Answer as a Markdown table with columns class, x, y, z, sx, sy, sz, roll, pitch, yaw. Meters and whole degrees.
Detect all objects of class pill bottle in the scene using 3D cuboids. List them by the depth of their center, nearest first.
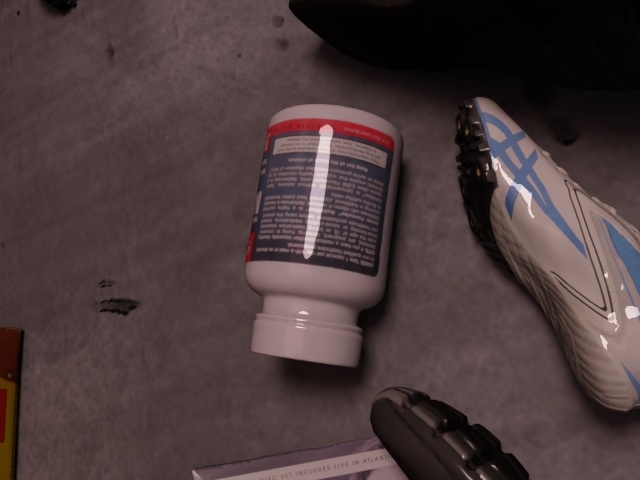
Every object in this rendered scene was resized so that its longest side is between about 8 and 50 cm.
| class | x | y | z | sx | sy | sz | roll | pitch | yaw |
| --- | --- | --- | --- | --- | --- | --- | --- | --- | --- |
| pill bottle | 0.000 | 0.000 | 0.472 | 0.108 | 0.108 | 0.180 | 3 | 78 | 28 |

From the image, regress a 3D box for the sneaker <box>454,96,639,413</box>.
| class | x | y | z | sx | sy | sz | roll | pitch | yaw |
| --- | --- | --- | --- | --- | --- | --- | --- | --- | --- |
| sneaker | 0.161 | -0.005 | 0.416 | 0.086 | 0.085 | 0.237 | -21 | 62 | -7 |

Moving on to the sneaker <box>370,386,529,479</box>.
| class | x | y | z | sx | sy | sz | roll | pitch | yaw |
| --- | --- | --- | --- | --- | --- | --- | --- | --- | --- |
| sneaker | 0.110 | 0.203 | 0.370 | 0.106 | 0.101 | 0.267 | -50 | 61 | 11 |

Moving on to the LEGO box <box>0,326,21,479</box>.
| class | x | y | z | sx | sy | sz | roll | pitch | yaw |
| --- | --- | --- | --- | --- | --- | --- | --- | --- | --- |
| LEGO box | -0.501 | 0.344 | 0.593 | 0.373 | 0.193 | 0.499 | -12 | 72 | 24 |

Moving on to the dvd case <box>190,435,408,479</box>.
| class | x | y | z | sx | sy | sz | roll | pitch | yaw |
| --- | --- | --- | --- | --- | --- | --- | --- | --- | --- |
| dvd case | 0.010 | 0.248 | 0.403 | 0.165 | 0.018 | 0.221 | -6 | 70 | -12 |

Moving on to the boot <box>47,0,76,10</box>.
| class | x | y | z | sx | sy | sz | roll | pitch | yaw |
| --- | --- | --- | --- | --- | --- | --- | --- | --- | --- |
| boot | -0.324 | -0.343 | 0.766 | 0.121 | 0.045 | 0.099 | 37 | 99 | 29 |

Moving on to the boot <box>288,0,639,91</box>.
| class | x | y | z | sx | sy | sz | roll | pitch | yaw |
| --- | --- | --- | --- | --- | --- | --- | --- | --- | --- |
| boot | 0.160 | -0.255 | 0.414 | 0.377 | 0.138 | 0.284 | 20 | 84 | 51 |
